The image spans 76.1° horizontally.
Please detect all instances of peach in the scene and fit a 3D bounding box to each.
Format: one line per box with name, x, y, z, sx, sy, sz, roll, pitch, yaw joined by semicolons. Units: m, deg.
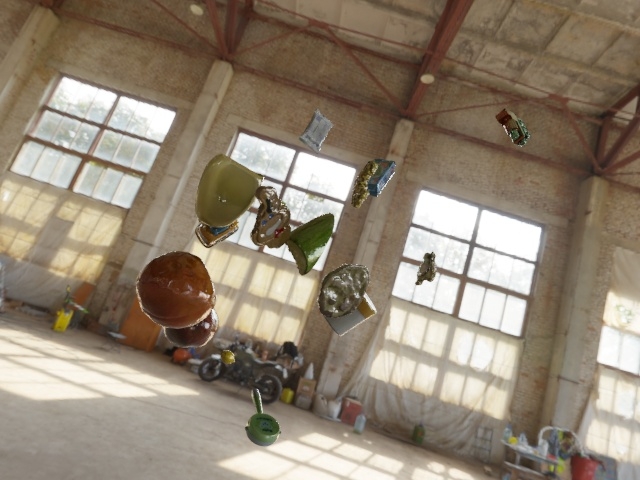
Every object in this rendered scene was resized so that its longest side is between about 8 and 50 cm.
peach;-0.623;0.217;1.756;0.301;0.343;0.343;-21;2;-22

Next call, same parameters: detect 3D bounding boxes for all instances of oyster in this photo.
oyster;0.524;0.146;2.009;0.081;0.163;0.191;27;-54;-11

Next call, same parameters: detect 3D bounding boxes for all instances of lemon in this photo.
lemon;-0.472;0.595;2.083;0.092;0.065;0.065;42;-22;-22

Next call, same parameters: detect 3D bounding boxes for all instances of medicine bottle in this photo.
medicine bottle;0.134;0.339;2.132;0.238;0.232;0.238;55;5;-7

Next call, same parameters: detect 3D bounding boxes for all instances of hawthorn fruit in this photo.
hawthorn fruit;-0.705;0.432;2.192;0.308;0.308;0.325;15;-5;15

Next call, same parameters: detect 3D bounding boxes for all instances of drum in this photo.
drum;-0.233;0.621;1.451;0.130;0.049;0.253;13;15;-37

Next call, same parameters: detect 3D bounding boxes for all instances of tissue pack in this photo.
tissue pack;-0.017;-0.539;2.022;0.122;0.193;0.026;36;-19;-25

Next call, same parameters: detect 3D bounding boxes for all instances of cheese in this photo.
cheese;-0.406;-0.191;1.729;0.259;0.316;0.128;31;10;-29

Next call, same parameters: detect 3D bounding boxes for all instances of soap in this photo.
soap;0.304;-0.360;2.279;0.156;0.293;0.077;11;-45;28

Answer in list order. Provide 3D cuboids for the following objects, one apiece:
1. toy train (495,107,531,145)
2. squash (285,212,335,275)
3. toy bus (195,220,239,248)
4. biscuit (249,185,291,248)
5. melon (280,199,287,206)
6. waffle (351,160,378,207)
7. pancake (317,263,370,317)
toy train;0.840;-0.488;1.780;0.118;0.176;0.074;21;-42;-21
squash;0.000;0.000;1.777;0.111;0.288;0.203;-24;-87;52
toy bus;-0.495;-0.062;1.985;0.126;0.209;0.136;58;-21;-3
biscuit;-0.189;-0.077;1.553;0.047;0.183;0.320;36;-38;32
melon;-0.220;-0.112;2.185;0.114;0.262;0.053;-11;9;-28
waffle;0.170;-0.225;1.653;0.051;0.194;0.149;24;-38;-10
pancake;0.103;0.223;1.825;0.294;0.294;0.049;31;7;-44
